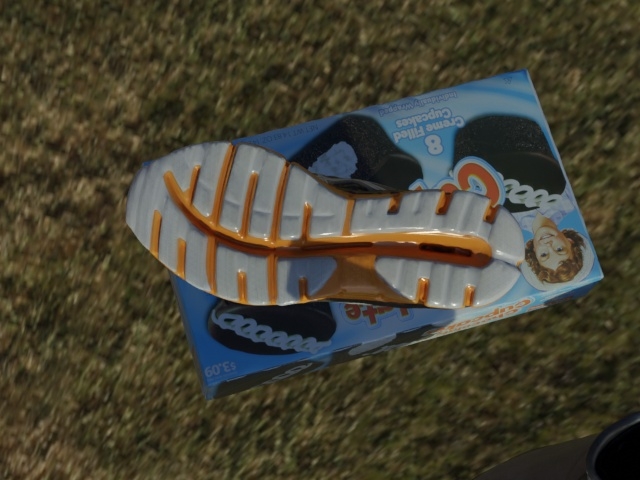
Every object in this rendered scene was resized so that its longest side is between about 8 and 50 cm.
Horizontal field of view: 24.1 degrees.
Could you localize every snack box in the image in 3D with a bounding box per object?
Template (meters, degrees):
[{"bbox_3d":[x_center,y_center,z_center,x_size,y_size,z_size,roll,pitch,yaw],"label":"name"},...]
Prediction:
[{"bbox_3d":[0.039,-0.008,1.179,0.322,0.060,0.187,-15,74,-10],"label":"snack box"}]

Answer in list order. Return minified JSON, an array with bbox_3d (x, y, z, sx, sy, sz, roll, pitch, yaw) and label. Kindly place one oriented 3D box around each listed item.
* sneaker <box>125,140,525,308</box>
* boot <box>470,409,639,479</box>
[{"bbox_3d":[0.000,0.000,0.820,0.215,0.083,0.084,12,88,0],"label":"sneaker"},{"bbox_3d":[0.218,0.188,1.176,0.338,0.223,0.118,-27,72,4],"label":"boot"}]
